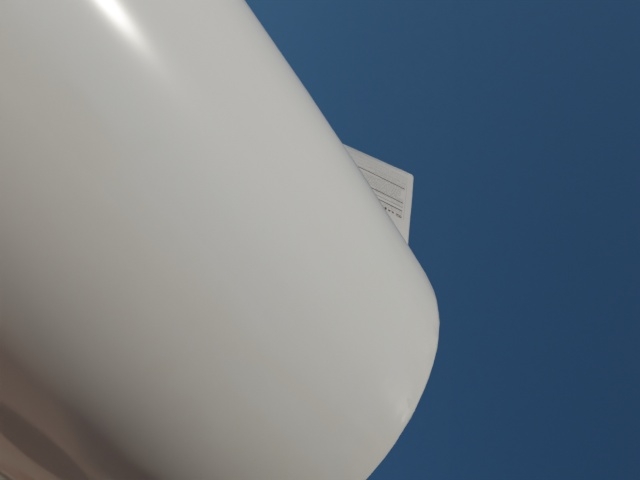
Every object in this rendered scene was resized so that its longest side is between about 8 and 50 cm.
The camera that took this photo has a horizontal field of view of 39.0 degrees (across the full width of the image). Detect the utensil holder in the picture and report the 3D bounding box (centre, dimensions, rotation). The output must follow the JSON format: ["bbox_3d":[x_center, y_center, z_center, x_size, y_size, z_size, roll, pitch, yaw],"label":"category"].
[{"bbox_3d":[-0.146,-0.022,0.561,0.327,0.385,0.328,-29,-151,18],"label":"utensil holder"}]

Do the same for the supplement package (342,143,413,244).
[{"bbox_3d":[0.000,0.000,1.113,0.293,0.175,0.177,-70,-175,-69],"label":"supplement package"}]
